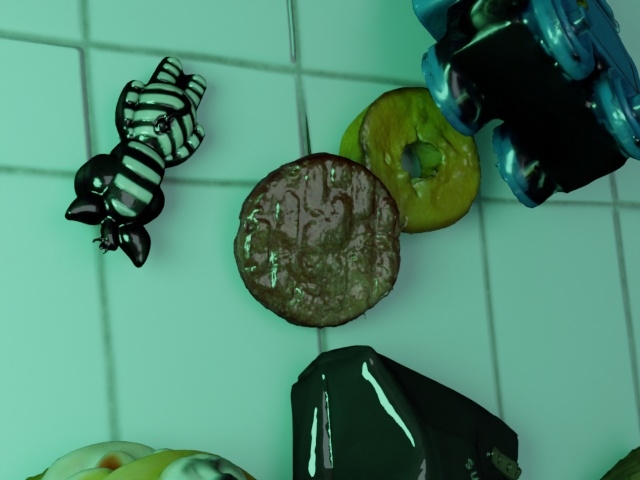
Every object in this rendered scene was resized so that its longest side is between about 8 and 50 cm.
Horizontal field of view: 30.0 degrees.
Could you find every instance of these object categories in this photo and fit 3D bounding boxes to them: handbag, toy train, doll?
[{"bbox_3d":[0.112,0.290,1.187,0.288,0.152,0.342,20,59,-42],"label":"handbag"},{"bbox_3d":[0.235,-0.208,1.333,0.300,0.188,0.265,42,34,-34],"label":"toy train"},{"bbox_3d":[-0.167,-0.077,1.110,0.091,0.067,0.219,36,55,-23],"label":"doll"}]

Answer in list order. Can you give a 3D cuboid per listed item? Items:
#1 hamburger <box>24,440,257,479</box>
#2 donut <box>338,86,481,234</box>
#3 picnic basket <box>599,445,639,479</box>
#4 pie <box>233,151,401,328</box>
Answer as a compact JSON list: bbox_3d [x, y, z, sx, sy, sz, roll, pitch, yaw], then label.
[{"bbox_3d":[-0.125,0.293,0.955,0.276,0.237,0.276,10,74,-39],"label":"hamburger"},{"bbox_3d":[0.095,-0.085,1.316,0.178,0.065,0.162,1,84,-39],"label":"donut"},{"bbox_3d":[0.418,0.336,1.428,0.138,0.128,0.178,-29,81,-35],"label":"picnic basket"},{"bbox_3d":[0.000,0.000,1.203,0.182,0.049,0.182,-1,92,-23],"label":"pie"}]
